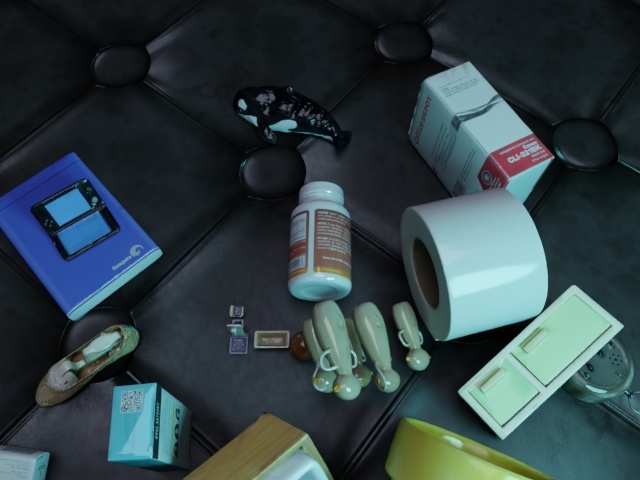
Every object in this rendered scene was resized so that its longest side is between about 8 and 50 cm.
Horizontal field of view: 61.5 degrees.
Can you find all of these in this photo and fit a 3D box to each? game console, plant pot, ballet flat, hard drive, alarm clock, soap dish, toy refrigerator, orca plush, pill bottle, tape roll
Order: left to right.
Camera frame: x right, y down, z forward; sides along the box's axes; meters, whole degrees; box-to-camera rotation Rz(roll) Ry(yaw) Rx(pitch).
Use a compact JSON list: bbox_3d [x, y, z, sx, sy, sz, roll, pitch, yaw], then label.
[{"bbox_3d":[-0.505,-0.020,1.101,0.210,0.040,0.319,-40,70,-18],"label":"hard drive"},{"bbox_3d":[-0.478,-0.042,1.052,0.122,0.107,0.071,-34,39,-16],"label":"game console"},{"bbox_3d":[-0.428,0.216,0.969,0.206,0.067,0.073,-39,71,-17],"label":"ballet flat"},{"bbox_3d":[-0.124,0.403,0.797,0.291,0.229,0.118,-35,52,-16],"label":"soap dish"},{"bbox_3d":[-0.069,-0.289,1.199,0.287,0.102,0.151,35,69,16],"label":"orca plush"},{"bbox_3d":[0.000,0.000,1.045,0.121,0.121,0.216,1,64,1],"label":"pill bottle"},{"bbox_3d":[0.196,0.419,0.782,0.254,0.254,0.239,21,82,10],"label":"plant pot"},{"bbox_3d":[0.261,0.041,0.956,0.169,0.246,0.246,-14,64,-6],"label":"tape roll"},{"bbox_3d":[0.368,0.208,0.913,0.269,0.094,0.102,-42,63,-1],"label":"toy refrigerator"},{"bbox_3d":[0.504,0.234,0.962,0.192,0.064,0.129,42,71,15],"label":"alarm clock"}]

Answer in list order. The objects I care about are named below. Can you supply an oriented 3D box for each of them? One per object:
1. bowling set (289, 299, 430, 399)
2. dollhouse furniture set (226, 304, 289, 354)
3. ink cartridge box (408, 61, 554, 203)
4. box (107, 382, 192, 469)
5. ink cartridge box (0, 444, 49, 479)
[{"bbox_3d":[0.048,0.208,0.940,0.287,0.200,0.154,6,60,-45],"label":"bowling set"},{"bbox_3d":[-0.115,0.155,0.989,0.114,0.081,0.091,0,64,0],"label":"dollhouse furniture set"},{"bbox_3d":[0.310,-0.191,1.096,0.114,0.197,0.273,-26,67,-14],"label":"ink cartridge box"},{"bbox_3d":[-0.253,0.296,0.829,0.060,0.244,0.100,-4,63,-2],"label":"box"},{"bbox_3d":[-0.558,0.451,0.875,0.181,0.056,0.224,7,82,3],"label":"ink cartridge box"}]
